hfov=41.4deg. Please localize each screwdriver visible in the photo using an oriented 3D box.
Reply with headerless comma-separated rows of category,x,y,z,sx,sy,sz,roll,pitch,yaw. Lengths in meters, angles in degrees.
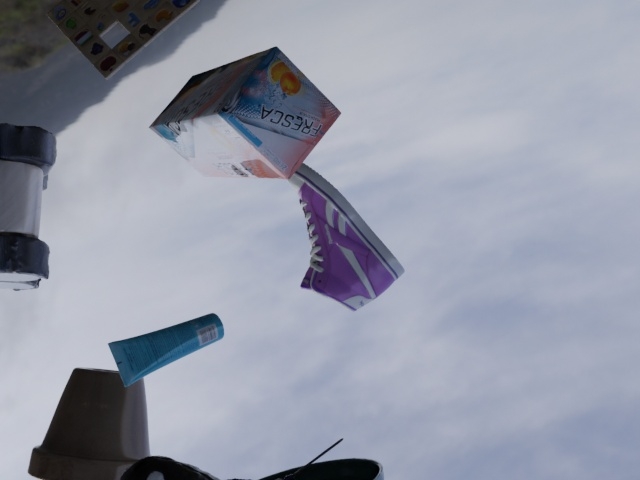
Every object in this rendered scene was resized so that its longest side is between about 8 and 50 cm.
screwdriver,-0.030,0.368,1.347,0.170,0.025,0.024,-31,-158,-6

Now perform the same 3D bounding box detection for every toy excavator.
toy excavator,-0.602,-0.065,1.177,0.445,0.222,0.433,4,169,-22

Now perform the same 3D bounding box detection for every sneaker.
sneaker,0.000,0.000,1.490,0.161,0.282,0.102,-40,176,-3

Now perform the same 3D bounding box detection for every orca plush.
orca plush,-0.101,0.342,1.017,0.102,0.287,0.151,-52,165,14

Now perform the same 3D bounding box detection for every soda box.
soda box,-0.060,-0.083,0.589,0.058,0.063,0.183,-52,-158,-12

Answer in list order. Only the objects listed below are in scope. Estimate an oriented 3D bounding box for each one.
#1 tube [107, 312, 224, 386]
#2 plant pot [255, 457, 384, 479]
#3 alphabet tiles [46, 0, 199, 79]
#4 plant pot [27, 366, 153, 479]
tube,-0.269,0.185,1.502,0.207,0.080,0.052,-19,166,-37
plant pot,-0.023,0.471,1.273,0.293,0.196,0.293,-14,178,0
alphabet tiles,-0.313,-0.396,1.394,0.237,0.009,0.198,-42,-117,-5
plant pot,-0.466,0.388,1.782,0.263,0.229,0.263,6,172,1
